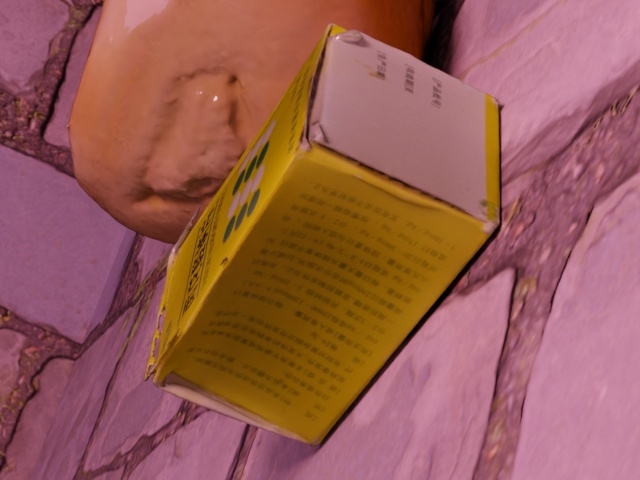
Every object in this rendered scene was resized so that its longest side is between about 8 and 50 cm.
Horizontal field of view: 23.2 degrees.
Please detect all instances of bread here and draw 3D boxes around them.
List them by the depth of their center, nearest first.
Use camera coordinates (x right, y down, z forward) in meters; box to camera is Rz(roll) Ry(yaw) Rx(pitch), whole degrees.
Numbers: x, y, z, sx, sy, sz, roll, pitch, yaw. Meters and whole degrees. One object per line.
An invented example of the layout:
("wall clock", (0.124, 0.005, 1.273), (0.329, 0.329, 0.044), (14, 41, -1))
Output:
("bread", (-0.044, -0.174, 1.229), (0.376, 0.253, 0.348), (-83, 17, -54))

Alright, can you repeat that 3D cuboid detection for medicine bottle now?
("medicine bottle", (0.000, 0.000, 1.023), (0.250, 0.141, 0.137), (-55, 21, 38))
